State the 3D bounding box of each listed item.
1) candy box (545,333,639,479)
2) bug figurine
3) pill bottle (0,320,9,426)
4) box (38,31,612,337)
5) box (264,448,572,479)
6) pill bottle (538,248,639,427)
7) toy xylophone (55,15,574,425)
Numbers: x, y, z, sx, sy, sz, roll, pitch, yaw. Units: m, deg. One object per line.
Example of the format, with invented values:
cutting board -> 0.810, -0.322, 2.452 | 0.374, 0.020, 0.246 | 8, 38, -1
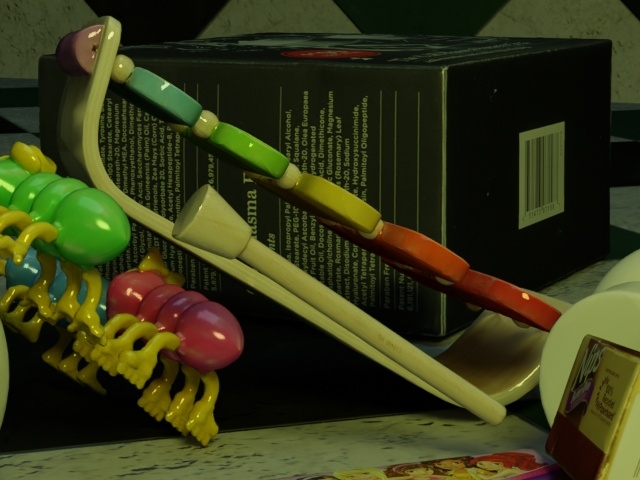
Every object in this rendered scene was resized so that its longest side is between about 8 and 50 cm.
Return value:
candy box -> 0.178, 0.089, 0.576 | 0.187, 0.053, 0.109 | 19, 2, 0
bug figurine -> -0.143, -0.001, 0.827 | 0.216, 0.072, 0.279 | 24, -17, 35
pill bottle -> -0.236, 0.046, 0.601 | 0.162, 0.162, 0.278 | 3, -5, 19
box -> 0.016, -0.059, 1.252 | 0.313, 0.178, 0.343 | 4, 10, 27
box -> -0.019, 0.131, 0.520 | 0.293, 0.057, 0.201 | -4, 10, -20
pill bottle -> 0.196, 0.051, 0.802 | 0.118, 0.117, 0.208 | 8, 13, 38
toy xylophone -> 0.000, 0.000, 0.872 | 0.323, 0.081, 0.236 | 31, -3, -24
